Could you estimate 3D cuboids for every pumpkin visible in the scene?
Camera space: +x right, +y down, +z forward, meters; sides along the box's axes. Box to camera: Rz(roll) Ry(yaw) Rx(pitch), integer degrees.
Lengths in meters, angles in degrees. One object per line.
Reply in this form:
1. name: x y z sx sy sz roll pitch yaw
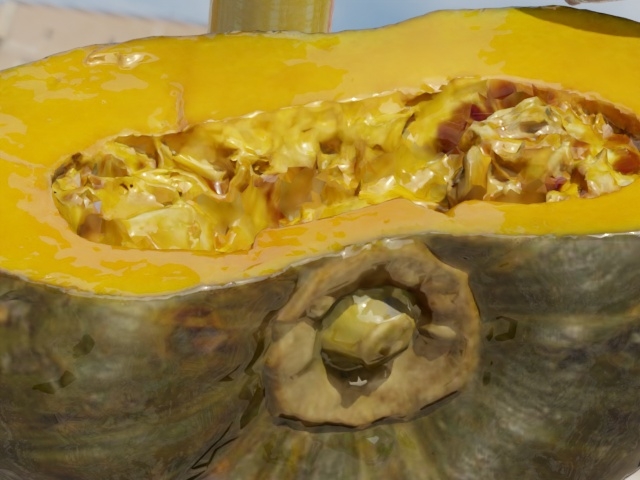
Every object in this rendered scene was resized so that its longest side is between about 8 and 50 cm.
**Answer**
1. pumpkin: 0.000 0.000 0.712 0.317 0.222 0.139 -9 -58 -7

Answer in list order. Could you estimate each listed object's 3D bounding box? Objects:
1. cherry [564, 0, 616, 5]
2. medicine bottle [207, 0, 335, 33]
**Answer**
1. cherry: 0.154 -0.200 0.728 0.192 0.250 0.175 33 23 18
2. medicine bottle: -0.028 -0.225 1.316 0.108 0.108 0.426 13 -54 8
